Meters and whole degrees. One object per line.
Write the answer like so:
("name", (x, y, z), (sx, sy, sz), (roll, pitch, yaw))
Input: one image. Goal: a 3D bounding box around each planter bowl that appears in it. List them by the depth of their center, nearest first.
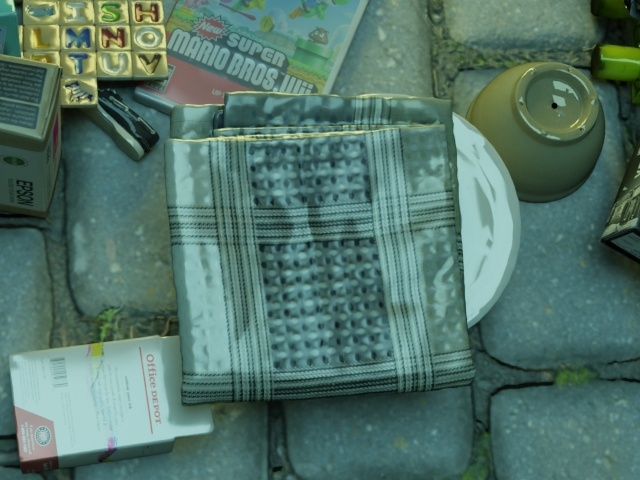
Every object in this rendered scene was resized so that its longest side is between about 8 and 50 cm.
("planter bowl", (0.254, -0.137, 1.855), (0.162, 0.109, 0.162), (3, 69, -9))

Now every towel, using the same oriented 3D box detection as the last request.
("towel", (0.000, 0.000, 1.675), (0.312, 0.056, 0.324), (-2, 76, -10))

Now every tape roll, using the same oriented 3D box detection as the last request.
("tape roll", (0.067, -0.012, 1.768), (0.286, 0.100, 0.286), (2, 77, -8))

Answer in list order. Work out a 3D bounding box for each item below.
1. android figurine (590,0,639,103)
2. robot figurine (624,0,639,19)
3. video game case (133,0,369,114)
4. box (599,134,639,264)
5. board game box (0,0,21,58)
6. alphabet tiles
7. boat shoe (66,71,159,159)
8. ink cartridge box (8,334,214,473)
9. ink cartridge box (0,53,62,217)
("android figurine", (0.457, -0.235, 1.952), (0.273, 0.056, 0.248), (4, 69, -7))
("robot figurine", (0.400, -0.363, 1.862), (0.085, 0.211, 0.291), (24, 22, -29))
("video game case", (-0.067, -0.244, 1.885), (0.204, 0.025, 0.285), (22, 68, -1))
("box", (0.492, -0.036, 1.837), (0.307, 0.076, 0.242), (29, 69, -13))
("board game box", (-0.472, -0.319, 1.761), (0.254, 0.079, 0.336), (-9, 53, -12))
("alphabet tiles", (-0.290, -0.223, 1.817), (0.237, 0.009, 0.198), (-1, 53, -9))
("boat shoe", (-0.231, -0.144, 1.810), (0.125, 0.046, 0.038), (43, 67, 7))
("ink cartridge box", (-0.216, 0.167, 1.688), (0.198, 0.067, 0.115), (-6, 72, -10))
("ink cartridge box", (-0.366, -0.112, 1.675), (0.193, 0.234, 0.088), (10, 69, -5))
